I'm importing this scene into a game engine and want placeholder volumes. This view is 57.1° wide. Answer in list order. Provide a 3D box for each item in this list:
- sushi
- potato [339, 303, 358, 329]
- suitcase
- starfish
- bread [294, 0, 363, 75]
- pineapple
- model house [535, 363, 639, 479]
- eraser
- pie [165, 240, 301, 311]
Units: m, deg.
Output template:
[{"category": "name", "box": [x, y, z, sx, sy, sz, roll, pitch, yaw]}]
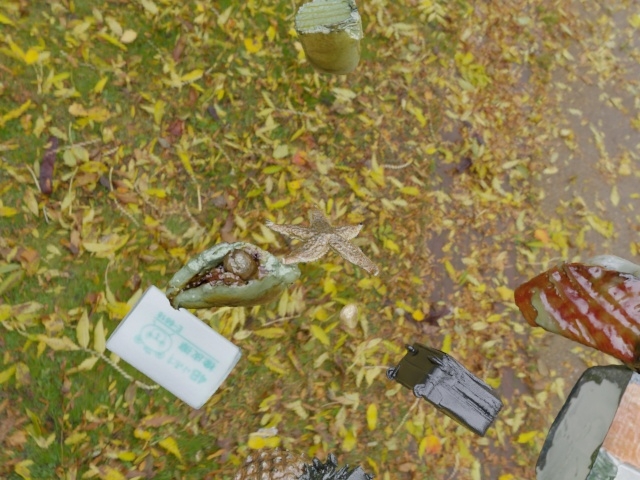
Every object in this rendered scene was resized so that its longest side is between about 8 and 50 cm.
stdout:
[{"category": "sushi", "box": [0.389, 0.097, 0.655, 0.130, 0.332, 0.124, 8, 101, -44]}, {"category": "potato", "box": [0.089, 0.235, 1.817, 0.068, 0.062, 0.083, -33, 109, -25]}, {"category": "suitcase", "box": [0.437, 0.520, 2.055, 0.339, 0.345, 0.188, 39, 80, -8]}, {"category": "starfish", "box": [-0.002, 0.005, 1.241, 0.231, 0.048, 0.295, -10, 39, -29]}, {"category": "bread", "box": [0.016, -0.302, 0.897, 0.103, 0.110, 0.156, -3, 37, 10]}, {"category": "pineapple", "box": [-0.028, 0.477, 1.113, 0.158, 0.278, 0.158, 23, 63, -56]}, {"category": "model house", "box": [0.591, 0.412, 1.061, 0.300, 0.190, 0.271, 30, 76, 8]}, {"category": "eraser", "box": [-0.367, 0.270, 1.486, 0.290, 0.104, 0.189, 39, 82, -13]}, {"category": "pie", "box": [-0.184, 0.088, 1.215, 0.274, 0.257, 0.105, 13, 57, -55]}]
